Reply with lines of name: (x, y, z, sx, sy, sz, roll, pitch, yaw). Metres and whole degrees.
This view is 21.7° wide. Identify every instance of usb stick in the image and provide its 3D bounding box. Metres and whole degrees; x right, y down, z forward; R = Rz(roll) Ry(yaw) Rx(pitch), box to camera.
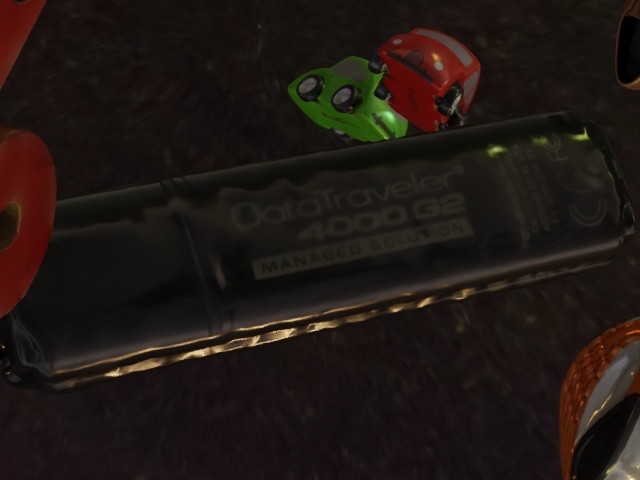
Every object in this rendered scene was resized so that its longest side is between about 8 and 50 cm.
usb stick: (0.000, 0.000, 0.676, 0.278, 0.045, 0.077, -12, 72, -23)

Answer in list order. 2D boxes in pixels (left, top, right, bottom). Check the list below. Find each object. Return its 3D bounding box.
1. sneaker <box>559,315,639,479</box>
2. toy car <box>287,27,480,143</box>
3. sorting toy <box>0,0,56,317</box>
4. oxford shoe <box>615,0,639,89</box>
sneaker: (0.229, 0.047, 0.848, 0.121, 0.099, 0.262, 13, 138, -20)
toy car: (0.064, -0.088, 1.154, 0.053, 0.225, 0.239, -54, 132, -11)
sorting toy: (-0.074, -0.094, 0.299, 0.046, 0.274, 0.132, 14, 65, 17)
oxford shoe: (0.335, -0.247, 1.640, 0.076, 0.076, 0.212, 21, 113, 38)
